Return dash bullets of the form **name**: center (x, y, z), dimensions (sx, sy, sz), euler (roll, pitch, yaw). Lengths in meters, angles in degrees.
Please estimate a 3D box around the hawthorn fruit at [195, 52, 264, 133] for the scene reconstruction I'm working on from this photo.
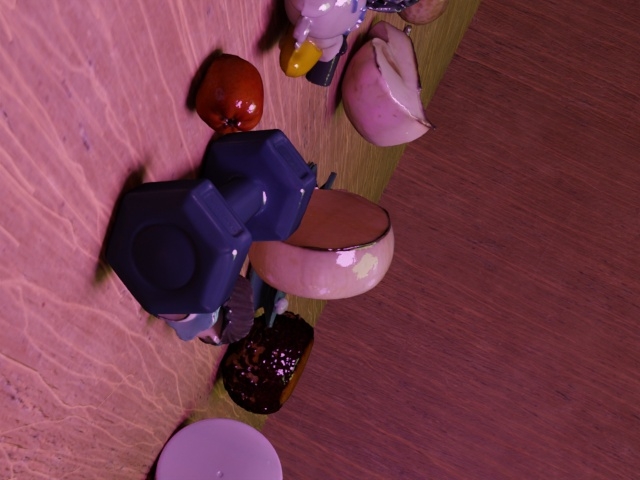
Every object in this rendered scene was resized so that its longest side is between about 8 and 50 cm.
- **hawthorn fruit**: center (-0.102, -0.171, 1.054), dimensions (0.081, 0.081, 0.093), euler (100, -12, -65)

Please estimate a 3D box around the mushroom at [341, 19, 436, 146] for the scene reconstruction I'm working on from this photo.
- **mushroom**: center (0.091, -0.303, 1.824), dimensions (0.162, 0.173, 0.236), euler (22, 51, -47)

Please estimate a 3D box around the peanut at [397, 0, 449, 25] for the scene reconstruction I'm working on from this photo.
- **peanut**: center (0.221, -0.529, 1.904), dimensions (0.253, 0.122, 0.137), euler (110, 1, -54)

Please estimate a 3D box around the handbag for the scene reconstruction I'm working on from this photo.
- **handbag**: center (-0.053, 0.017, 1.909), dimensions (0.274, 0.100, 0.268), euler (-56, 168, -45)

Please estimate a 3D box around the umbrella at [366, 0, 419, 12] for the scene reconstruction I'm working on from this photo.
- **umbrella**: center (0.134, -0.431, 1.488), dimensions (0.143, 0.094, 0.349), euler (-47, -166, 24)

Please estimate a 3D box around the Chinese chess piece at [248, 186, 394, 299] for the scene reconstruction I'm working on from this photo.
- **Chinese chess piece**: center (0.000, 0.000, 1.611), dimensions (0.257, 0.257, 0.104), euler (-53, 153, -58)

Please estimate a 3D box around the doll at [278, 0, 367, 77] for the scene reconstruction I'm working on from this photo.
- **doll**: center (0.011, -0.314, 1.187), dimensions (0.237, 0.111, 0.252), euler (-60, 180, -23)

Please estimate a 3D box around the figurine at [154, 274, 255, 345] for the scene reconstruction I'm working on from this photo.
- **figurine**: center (-0.164, 0.080, 1.345), dimensions (0.245, 0.110, 0.138), euler (40, 58, -76)

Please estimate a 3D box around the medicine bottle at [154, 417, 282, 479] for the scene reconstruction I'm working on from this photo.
- **medicine bottle**: center (-0.216, 0.526, 1.896), dimensions (0.252, 0.252, 0.241), euler (-58, 172, -38)

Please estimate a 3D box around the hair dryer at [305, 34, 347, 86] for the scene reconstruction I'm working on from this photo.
- **hair dryer**: center (0.017, -0.284, 1.397), dimensions (0.195, 0.050, 0.173), euler (-85, -169, -56)

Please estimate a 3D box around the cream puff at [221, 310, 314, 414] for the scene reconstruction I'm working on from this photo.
- **cream puff**: center (-0.117, 0.261, 2.038), dimensions (0.239, 0.165, 0.239), euler (-63, 173, -14)

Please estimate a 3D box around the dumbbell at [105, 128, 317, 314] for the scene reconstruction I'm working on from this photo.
- **dumbbell**: center (-0.118, -0.033, 1.107), dimensions (0.156, 0.144, 0.316), euler (-67, 171, 25)

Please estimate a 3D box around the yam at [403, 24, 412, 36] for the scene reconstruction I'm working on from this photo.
- **yam**: center (0.200, -0.480, 2.311), dimensions (0.116, 0.021, 0.021), euler (-68, 172, 25)
